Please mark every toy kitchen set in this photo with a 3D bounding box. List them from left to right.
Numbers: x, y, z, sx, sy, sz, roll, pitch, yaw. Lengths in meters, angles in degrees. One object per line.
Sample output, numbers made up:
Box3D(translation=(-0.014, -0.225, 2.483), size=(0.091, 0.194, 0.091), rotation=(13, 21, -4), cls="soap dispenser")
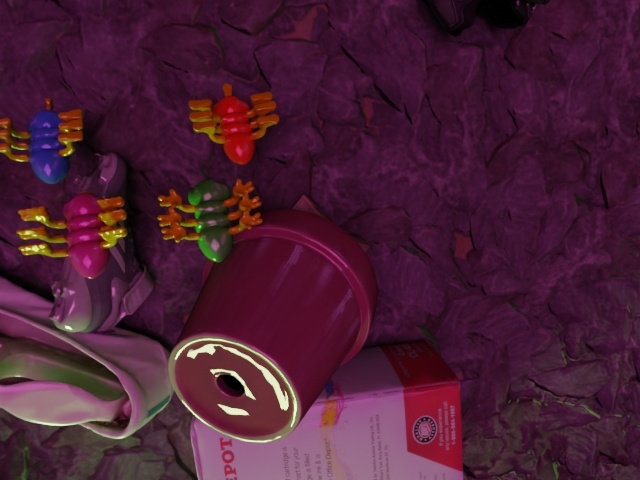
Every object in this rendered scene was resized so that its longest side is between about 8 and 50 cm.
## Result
Box3D(translation=(0.000, 0.000, 0.550), size=(0.068, 0.075, 0.083), rotation=(-49, 62, 17), cls="toy kitchen set")

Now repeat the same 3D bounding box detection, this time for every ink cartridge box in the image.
Box3D(translation=(0.014, 0.268, 0.553), size=(0.305, 0.131, 0.226), rotation=(-5, 102, -3), cls="ink cartridge box")

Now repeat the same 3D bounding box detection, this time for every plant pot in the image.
Box3D(translation=(-0.052, 0.092, 0.451), size=(0.201, 0.180, 0.202), rotation=(7, 120, 13), cls="plant pot")

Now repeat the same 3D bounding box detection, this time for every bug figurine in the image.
Box3D(translation=(-0.176, -0.069, 0.442), size=(0.278, 0.072, 0.217), rotation=(-7, 63, -10), cls="bug figurine")

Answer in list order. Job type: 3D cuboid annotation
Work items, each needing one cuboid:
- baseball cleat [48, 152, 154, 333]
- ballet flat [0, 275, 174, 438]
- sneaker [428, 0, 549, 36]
Box3D(translation=(-0.245, 0.006, 0.513), size=(0.109, 0.072, 0.206), rotation=(22, 80, -47), cls="baseball cleat")
Box3D(translation=(-0.364, 0.122, 0.485), size=(0.399, 0.139, 0.139), rotation=(21, 98, -9), cls="ballet flat")
Box3D(translation=(0.235, -0.318, 0.476), size=(0.275, 0.098, 0.135), rotation=(-24, 102, 1), cls="sneaker")
